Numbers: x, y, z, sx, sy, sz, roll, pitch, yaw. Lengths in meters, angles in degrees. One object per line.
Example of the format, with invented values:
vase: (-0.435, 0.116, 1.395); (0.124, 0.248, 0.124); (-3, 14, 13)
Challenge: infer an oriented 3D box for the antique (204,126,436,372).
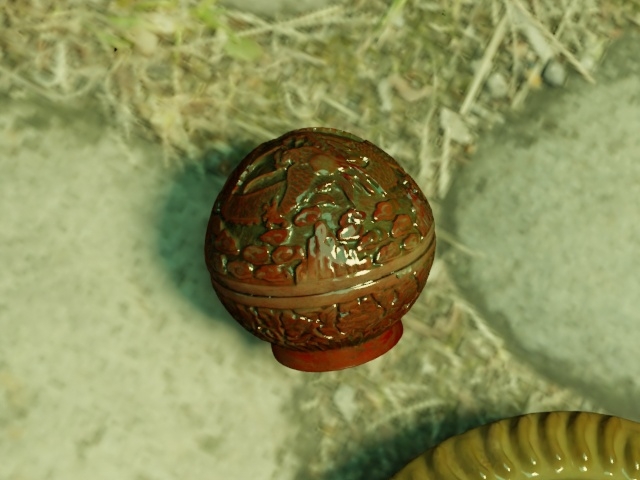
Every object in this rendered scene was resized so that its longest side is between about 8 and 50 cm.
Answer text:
antique: (0.000, 0.000, 0.535); (0.104, 0.104, 0.104); (2, 80, -11)

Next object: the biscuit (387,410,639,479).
biscuit: (0.114, 0.192, 0.524); (0.259, 0.079, 0.259); (2, 70, -5)
